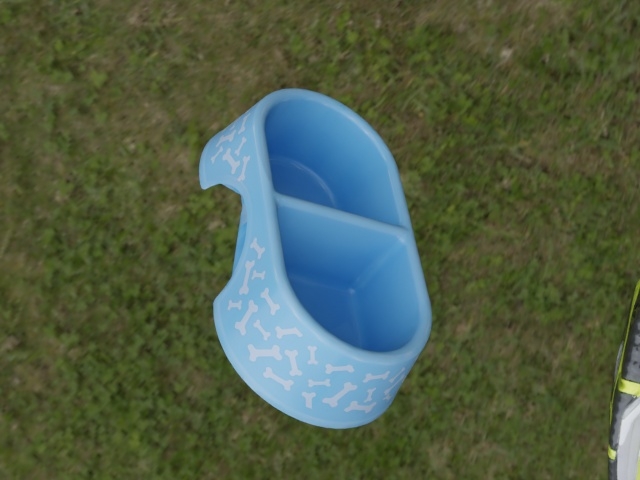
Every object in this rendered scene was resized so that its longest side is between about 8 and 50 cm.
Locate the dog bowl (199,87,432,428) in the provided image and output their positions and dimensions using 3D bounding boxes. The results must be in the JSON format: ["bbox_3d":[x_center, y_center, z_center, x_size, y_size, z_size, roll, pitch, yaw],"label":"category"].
[{"bbox_3d":[0.000,0.000,0.905,0.166,0.297,0.074,15,137,-29],"label":"dog bowl"}]

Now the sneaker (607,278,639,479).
[{"bbox_3d":[0.330,0.069,0.947,0.147,0.145,0.384,14,106,10],"label":"sneaker"}]
